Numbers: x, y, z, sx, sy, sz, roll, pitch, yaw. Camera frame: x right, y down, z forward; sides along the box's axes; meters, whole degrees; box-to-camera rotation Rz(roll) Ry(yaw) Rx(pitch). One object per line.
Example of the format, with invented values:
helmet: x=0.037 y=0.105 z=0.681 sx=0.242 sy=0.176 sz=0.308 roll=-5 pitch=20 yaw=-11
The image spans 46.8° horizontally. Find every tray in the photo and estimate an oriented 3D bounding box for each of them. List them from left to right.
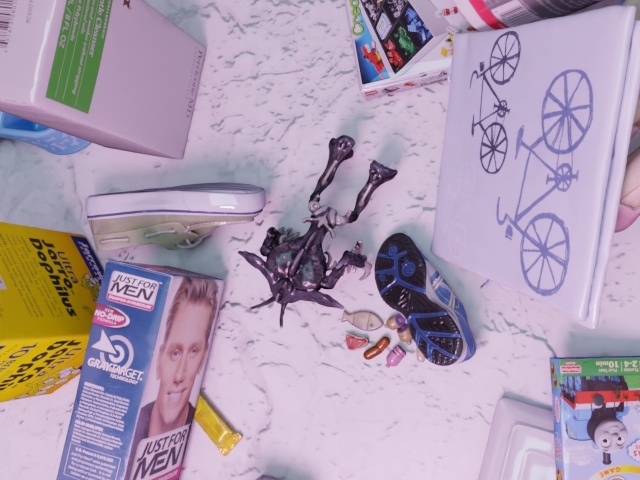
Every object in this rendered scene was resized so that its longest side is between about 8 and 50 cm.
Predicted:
tray: x=0.271 y=0.354 z=0.960 sx=0.145 sy=0.030 sz=0.270 roll=14 pitch=87 yaw=11

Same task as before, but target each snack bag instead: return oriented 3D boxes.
snack bag: x=0.233 y=-0.094 z=0.878 sx=0.037 sy=0.342 sz=0.322 roll=1 pitch=100 yaw=-21

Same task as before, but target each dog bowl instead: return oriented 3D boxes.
dog bowl: x=-0.497 y=-0.236 z=1.217 sx=0.298 sy=0.074 sz=0.165 roll=8 pitch=87 yaw=17

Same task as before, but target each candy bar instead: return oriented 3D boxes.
candy bar: x=-0.182 y=0.251 z=1.112 sx=0.040 sy=0.018 sz=0.161 roll=-46 pitch=75 yaw=6

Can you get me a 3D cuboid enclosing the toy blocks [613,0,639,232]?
toy blocks: x=0.425 y=-0.117 z=0.898 sx=0.289 sy=0.260 sz=0.308 roll=12 pitch=61 yaw=-12

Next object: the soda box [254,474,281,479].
soda box: x=-0.090 y=0.483 z=1.024 sx=0.091 sy=0.098 sz=0.286 roll=14 pitch=89 yaw=15

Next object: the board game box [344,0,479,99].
board game box: x=0.128 y=-0.374 z=1.065 sx=0.193 sy=0.053 sz=0.305 roll=-11 pitch=82 yaw=13

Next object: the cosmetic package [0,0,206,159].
cosmetic package: x=-0.317 y=-0.243 z=1.015 sx=0.155 sy=0.365 sz=0.196 roll=11 pitch=91 yaw=18

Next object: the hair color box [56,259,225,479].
hair color box: x=-0.249 y=0.209 z=1.034 sx=0.105 sy=0.174 sz=0.346 roll=12 pitch=89 yaw=17

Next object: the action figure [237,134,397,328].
action figure: x=0.000 y=0.000 z=1.026 sx=0.164 sy=0.141 sz=0.275 roll=28 pitch=77 yaw=14

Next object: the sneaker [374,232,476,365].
sneaker: x=0.142 y=0.082 z=1.013 sx=0.080 sy=0.081 sz=0.211 roll=-39 pitch=58 yaw=25

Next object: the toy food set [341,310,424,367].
toy food set: x=0.086 y=0.141 z=1.047 sx=0.122 sy=0.019 sz=0.077 roll=2 pitch=85 yaw=16

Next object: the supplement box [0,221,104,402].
supplement box: x=-0.456 y=0.104 z=1.026 sx=0.194 sy=0.356 sz=0.195 roll=-34 pitch=77 yaw=11

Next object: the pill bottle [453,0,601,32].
pill bottle: x=0.317 y=-0.372 z=0.876 sx=0.319 sy=0.176 sz=0.176 roll=-10 pitch=80 yaw=51

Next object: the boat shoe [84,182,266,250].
boat shoe: x=-0.217 y=-0.034 z=1.117 sx=0.303 sy=0.109 sz=0.094 roll=-2 pitch=100 yaw=24

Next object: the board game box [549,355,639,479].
board game box: x=0.375 y=0.252 z=0.926 sx=0.160 sy=0.039 sz=0.211 roll=-1 pitch=85 yaw=-3
